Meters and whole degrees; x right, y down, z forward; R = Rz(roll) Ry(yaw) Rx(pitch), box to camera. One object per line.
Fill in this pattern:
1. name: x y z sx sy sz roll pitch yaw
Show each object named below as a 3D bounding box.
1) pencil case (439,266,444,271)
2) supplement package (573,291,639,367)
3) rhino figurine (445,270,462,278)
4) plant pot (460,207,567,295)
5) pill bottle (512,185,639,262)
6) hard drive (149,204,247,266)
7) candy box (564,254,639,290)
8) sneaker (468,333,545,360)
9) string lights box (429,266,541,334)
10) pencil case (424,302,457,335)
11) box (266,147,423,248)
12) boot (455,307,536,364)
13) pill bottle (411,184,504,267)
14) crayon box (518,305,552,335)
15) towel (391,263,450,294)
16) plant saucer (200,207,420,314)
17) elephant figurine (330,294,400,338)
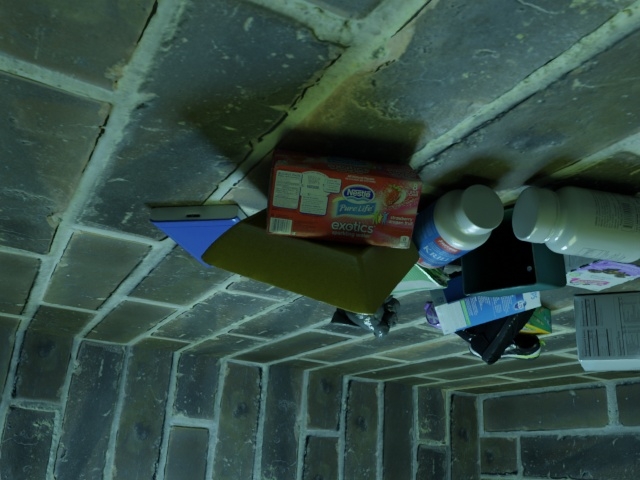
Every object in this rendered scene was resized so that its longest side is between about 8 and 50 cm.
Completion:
1. pencil case: 0.238 0.044 1.569 0.152 0.070 0.064 19 -172 -38
2. supplement package: 0.900 0.271 1.876 0.263 0.197 0.199 -7 158 26
3. rhino figurine: 0.427 0.113 1.711 0.243 0.073 0.106 17 151 -26
4. plant pot: 0.440 0.040 1.398 0.166 0.165 0.234 -15 161 41
5. pill bottle: 0.493 -0.035 1.210 0.230 0.131 0.131 8 159 -10
6. hard drive: -0.248 -0.004 1.560 0.211 0.040 0.318 -1 159 13
7. candy box: 0.662 0.054 1.509 0.165 0.070 0.196 10 158 -18
8. sneaker: 0.600 0.328 2.060 0.235 0.084 0.097 0 137 8
9. string lights box: 0.420 0.142 1.628 0.260 0.076 0.133 -18 135 8
10. pencil case: 0.423 0.260 2.102 0.206 0.086 0.088 28 -177 -44
11. box: 0.037 -0.076 1.128 0.257 0.128 0.122 6 -159 -7
12. boot: 0.481 0.207 1.851 0.094 0.207 0.246 6 121 -45
13. pill bottle: 0.265 -0.029 1.278 0.124 0.124 0.221 10 159 -15
14. crayon box: 0.589 0.238 2.011 0.165 0.081 0.279 -15 153 43
15. towel: 0.112 0.036 1.482 0.325 0.038 0.248 36 150 -30
16. plant saucer: 0.000 0.000 1.207 0.333 0.080 0.333 16 -159 18
17. elephant figurine: 0.104 0.206 1.935 0.240 0.169 0.186 7 137 41
